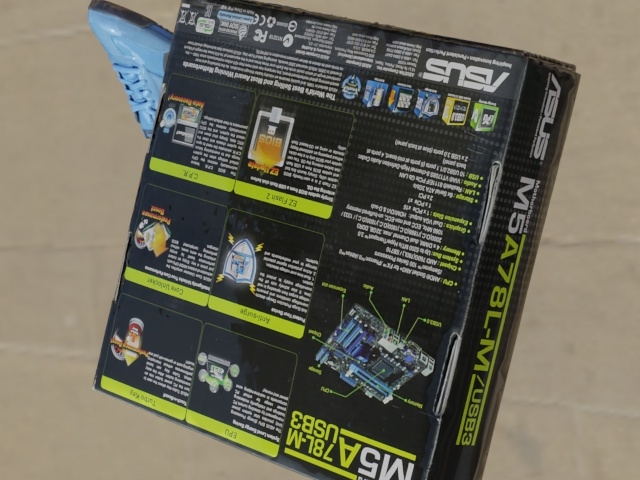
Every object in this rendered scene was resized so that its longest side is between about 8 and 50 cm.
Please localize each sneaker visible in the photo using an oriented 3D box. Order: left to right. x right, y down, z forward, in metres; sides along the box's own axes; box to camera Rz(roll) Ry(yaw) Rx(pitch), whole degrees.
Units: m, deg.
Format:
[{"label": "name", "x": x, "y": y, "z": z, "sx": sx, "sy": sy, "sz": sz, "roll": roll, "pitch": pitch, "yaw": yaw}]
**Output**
[{"label": "sneaker", "x": -0.144, "y": -0.137, "z": 1.662, "sx": 0.069, "sy": 0.209, "sz": 0.082, "roll": 25, "pitch": 80, "yaw": 40}]

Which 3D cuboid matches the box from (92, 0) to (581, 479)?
[{"label": "box", "x": 0.000, "y": 0.000, "z": 0.768, "sx": 0.191, "sy": 0.045, "sz": 0.184, "roll": 15, "pitch": 96, "yaw": 40}]
